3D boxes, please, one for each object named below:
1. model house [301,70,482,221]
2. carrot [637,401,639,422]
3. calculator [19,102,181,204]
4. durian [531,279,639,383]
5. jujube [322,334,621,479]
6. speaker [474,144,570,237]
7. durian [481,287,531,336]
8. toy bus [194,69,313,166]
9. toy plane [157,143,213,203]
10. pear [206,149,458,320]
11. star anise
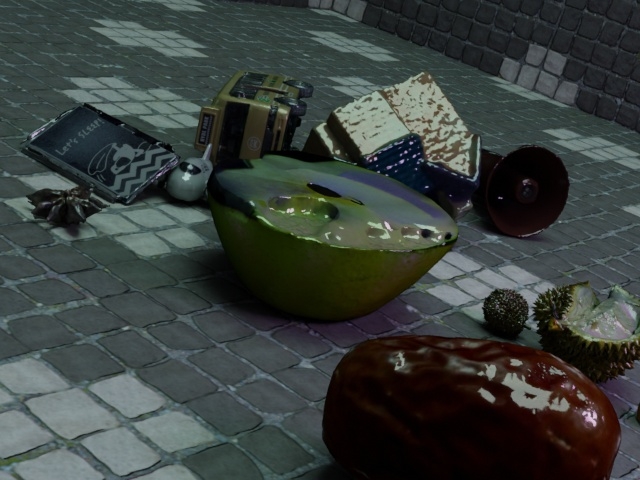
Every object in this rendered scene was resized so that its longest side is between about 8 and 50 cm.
[{"bbox_3d":[0.151,-0.129,2.115,0.312,0.245,0.280,-27,75,-27],"label":"model house"},{"bbox_3d":[0.541,0.263,1.599,0.139,0.048,0.048,14,20,-8],"label":"carrot"},{"bbox_3d":[-0.396,-0.160,1.938,0.274,0.028,0.166,28,53,28],"label":"calculator"},{"bbox_3d":[0.405,0.152,1.657,0.237,0.137,0.193,2,27,-41],"label":"durian"},{"bbox_3d":[0.164,0.213,1.187,0.318,0.223,0.223,15,18,19],"label":"jujube"},{"bbox_3d":[0.434,-0.139,2.407,0.259,0.198,0.329,-2,15,-10],"label":"speaker"},{"bbox_3d":[0.306,0.119,1.774,0.091,0.080,0.080,33,20,-3],"label":"durian"},{"bbox_3d":[-0.132,-0.241,2.242,0.202,0.177,0.365,13,17,-1],"label":"toy bus"},{"bbox_3d":[-0.231,-0.120,1.971,0.174,0.080,0.174,15,22,-6],"label":"toy plane"},{"bbox_3d":[0.002,0.005,1.691,0.399,0.165,0.399,14,20,-5],"label":"pear"},{"bbox_3d":[-0.389,-0.051,1.693,0.124,0.056,0.129,-8,26,-26],"label":"star anise"}]
